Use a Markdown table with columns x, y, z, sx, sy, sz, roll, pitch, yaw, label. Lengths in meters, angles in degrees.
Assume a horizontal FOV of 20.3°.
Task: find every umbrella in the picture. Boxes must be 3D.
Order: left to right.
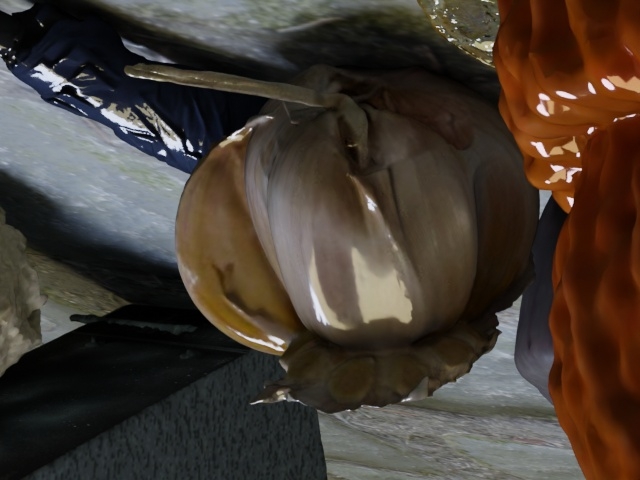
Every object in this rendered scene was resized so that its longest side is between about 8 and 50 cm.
| x | y | z | sx | sy | sz | roll | pitch | yaw | label |
| --- | --- | --- | --- | --- | --- | --- | --- | --- | --- |
| -0.135 | -0.100 | 1.042 | 0.248 | 0.071 | 0.071 | 23 | 164 | -18 | umbrella |

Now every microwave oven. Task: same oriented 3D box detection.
| x | y | z | sx | sy | sz | roll | pitch | yaw | label |
| --- | --- | --- | --- | --- | --- | --- | --- | --- | --- |
| -0.211 | 0.284 | 1.668 | 0.236 | 0.374 | 0.432 | 5 | -159 | 37 | microwave oven |

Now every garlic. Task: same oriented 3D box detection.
| x | y | z | sx | sy | sz | roll | pitch | yaw | label |
| --- | --- | --- | --- | --- | --- | --- | --- | --- | --- |
| 0.000 | 0.000 | 0.953 | 0.207 | 0.207 | 0.256 | 4 | 173 | 34 | garlic |

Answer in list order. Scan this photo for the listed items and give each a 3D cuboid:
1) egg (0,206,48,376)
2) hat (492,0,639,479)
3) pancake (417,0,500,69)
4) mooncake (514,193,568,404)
| x | y | z | sx | sy | sz | roll | pitch | yaw | label |
| --- | --- | --- | --- | --- | --- | --- | --- | --- | --- |
| -0.386 | 0.056 | 1.487 | 0.310 | 0.279 | 0.279 | 1 | 162 | 24 | egg |
| 0.182 | 0.039 | 0.585 | 0.285 | 0.400 | 0.285 | 11 | 169 | 2 | hat |
| 0.119 | -0.107 | 0.834 | 0.158 | 0.028 | 0.158 | 14 | 163 | 4 | pancake |
| 0.266 | 0.043 | 1.013 | 0.306 | 0.154 | 0.306 | 12 | 166 | 3 | mooncake |
